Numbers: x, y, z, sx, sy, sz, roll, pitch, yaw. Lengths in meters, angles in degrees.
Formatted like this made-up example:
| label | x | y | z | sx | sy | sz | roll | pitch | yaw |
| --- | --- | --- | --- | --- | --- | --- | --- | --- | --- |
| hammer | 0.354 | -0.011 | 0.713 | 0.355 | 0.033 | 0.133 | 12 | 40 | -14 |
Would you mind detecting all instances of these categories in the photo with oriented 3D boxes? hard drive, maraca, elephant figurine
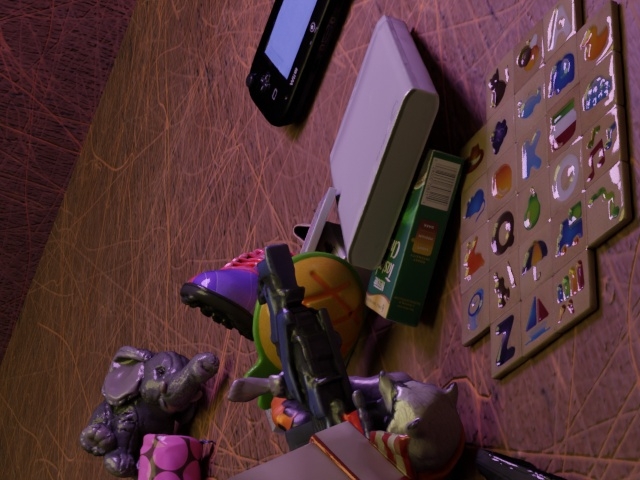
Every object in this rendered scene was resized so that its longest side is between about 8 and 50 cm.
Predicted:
| label | x | y | z | sx | sy | sz | roll | pitch | yaw |
| --- | --- | --- | --- | --- | --- | --- | --- | --- | --- |
| hard drive | 0.065 | -0.118 | 1.730 | 0.307 | 0.040 | 0.203 | -98 | 26 | -68 |
| maraca | -0.017 | 0.102 | 1.692 | 0.099 | 0.127 | 0.185 | -145 | 71 | -71 |
| elephant figurine | -0.240 | 0.228 | 2.293 | 0.239 | 0.186 | 0.169 | -61 | -21 | 10 |

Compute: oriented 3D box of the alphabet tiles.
| label | x | y | z | sx | sy | sz | roll | pitch | yaw |
| --- | --- | --- | --- | --- | --- | --- | --- | --- | --- |
| alphabet tiles | 0.201 | -0.056 | 1.440 | 0.285 | 0.011 | 0.342 | 132 | 146 | -54 |

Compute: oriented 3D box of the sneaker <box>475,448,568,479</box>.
| label | x | y | z | sx | sy | sz | roll | pitch | yaw |
| --- | --- | --- | --- | --- | --- | --- | --- | --- | --- |
| sneaker | 0.166 | 0.231 | 1.278 | 0.170 | 0.051 | 0.089 | 12 | 85 | 67 |

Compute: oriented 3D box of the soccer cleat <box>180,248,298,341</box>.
| label | x | y | z | sx | sy | sz | roll | pitch | yaw |
| --- | --- | --- | --- | --- | --- | --- | --- | --- | --- |
| soccer cleat | -0.080 | 0.053 | 1.842 | 0.116 | 0.108 | 0.318 | -61 | -13 | -1 |

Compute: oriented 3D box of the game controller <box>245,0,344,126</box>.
| label | x | y | z | sx | sy | sz | roll | pitch | yaw |
| --- | --- | --- | --- | --- | --- | --- | --- | --- | --- |
| game controller | -0.022 | -0.318 | 2.145 | 0.166 | 0.067 | 0.319 | -114 | 42 | -60 |

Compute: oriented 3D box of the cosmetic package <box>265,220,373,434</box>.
| label | x | y | z | sx | sy | sz | roll | pitch | yaw |
| --- | --- | --- | --- | --- | --- | --- | --- | --- | --- |
| cosmetic package | -0.002 | 0.106 | 1.810 | 0.099 | 0.060 | 0.239 | -115 | 43 | -62 |

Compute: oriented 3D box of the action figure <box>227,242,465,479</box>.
| label | x | y | z | sx | sy | sz | roll | pitch | yaw |
| --- | --- | --- | --- | --- | --- | --- | --- | --- | --- |
| action figure | 0.030 | 0.165 | 1.528 | 0.330 | 0.178 | 0.341 | -19 | 83 | 61 |

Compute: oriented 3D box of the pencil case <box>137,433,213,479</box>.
| label | x | y | z | sx | sy | sz | roll | pitch | yaw |
| --- | --- | --- | --- | --- | --- | --- | --- | --- | --- |
| pencil case | -0.209 | 0.375 | 2.155 | 0.095 | 0.098 | 0.209 | -4 | 66 | 22 |

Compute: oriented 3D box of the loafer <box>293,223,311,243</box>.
| label | x | y | z | sx | sy | sz | roll | pitch | yaw |
| --- | --- | --- | --- | --- | --- | --- | --- | --- | --- |
| loafer | 0.000 | 0.000 | 1.907 | 0.125 | 0.039 | 0.045 | -161 | 86 | -71 |

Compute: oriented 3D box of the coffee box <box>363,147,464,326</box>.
| label | x | y | z | sx | sy | sz | roll | pitch | yaw |
| --- | --- | --- | --- | --- | --- | --- | --- | --- | --- |
| coffee box | 0.097 | -0.007 | 1.628 | 0.113 | 0.040 | 0.184 | -144 | 69 | -77 |

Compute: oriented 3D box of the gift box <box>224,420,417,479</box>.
| label | x | y | z | sx | sy | sz | roll | pitch | yaw |
| --- | --- | --- | --- | --- | --- | --- | --- | --- | --- |
| gift box | 0.012 | 0.314 | 1.260 | 0.255 | 0.258 | 0.276 | 45 | 131 | 27 |

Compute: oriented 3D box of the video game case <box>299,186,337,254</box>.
| label | x | y | z | sx | sy | sz | roll | pitch | yaw |
| --- | --- | --- | --- | --- | --- | --- | --- | --- | --- |
| video game case | -0.006 | -0.012 | 1.799 | 0.122 | 0.011 | 0.087 | 130 | 161 | -81 |
